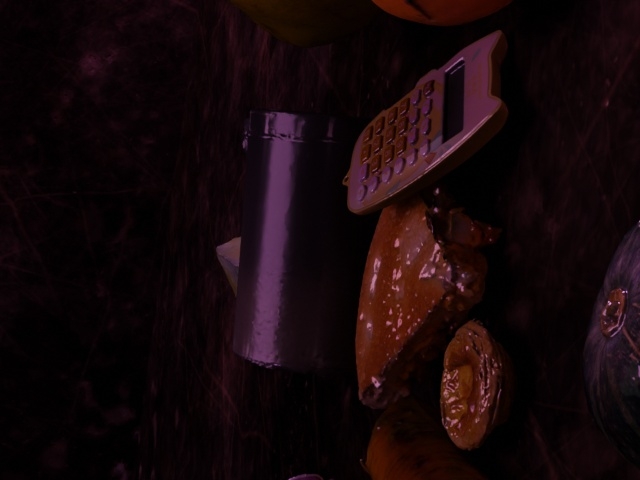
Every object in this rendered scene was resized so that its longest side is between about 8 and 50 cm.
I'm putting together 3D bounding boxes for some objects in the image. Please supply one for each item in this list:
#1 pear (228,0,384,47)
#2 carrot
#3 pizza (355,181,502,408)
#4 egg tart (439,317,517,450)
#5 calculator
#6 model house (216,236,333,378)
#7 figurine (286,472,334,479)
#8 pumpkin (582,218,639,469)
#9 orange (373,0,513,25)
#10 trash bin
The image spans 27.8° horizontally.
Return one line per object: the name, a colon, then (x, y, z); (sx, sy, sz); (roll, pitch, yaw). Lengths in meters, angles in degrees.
pear: (-0.003, -0.424, 1.466); (0.352, 0.352, 0.413); (-105, 5, -50)
carrot: (0.116, 0.253, 1.247); (0.302, 0.114, 0.114); (-127, 45, -67)
pizza: (0.117, 0.040, 1.351); (0.229, 0.081, 0.290); (175, 107, -69)
egg tart: (0.154, 0.138, 1.249); (0.130, 0.052, 0.130); (-176, 90, -75)
calculator: (0.108, -0.113, 1.344); (0.236, 0.033, 0.157); (-32, 36, 36)
model house: (-0.018, 0.085, 1.772); (0.194, 0.170, 0.211); (19, 131, 69)
figurine: (-0.027, 0.385, 1.690); (0.095, 0.115, 0.156); (98, 165, -48)
pumpkin: (0.243, 0.060, 0.797); (0.190, 0.146, 0.190); (-55, 14, 21)
orange: (0.109, -0.323, 1.210); (0.246, 0.246, 0.246); (-175, 90, -74)
trash bin: (0.000, 0.000, 1.555); (0.252, 0.203, 0.302); (8, 95, 38)
